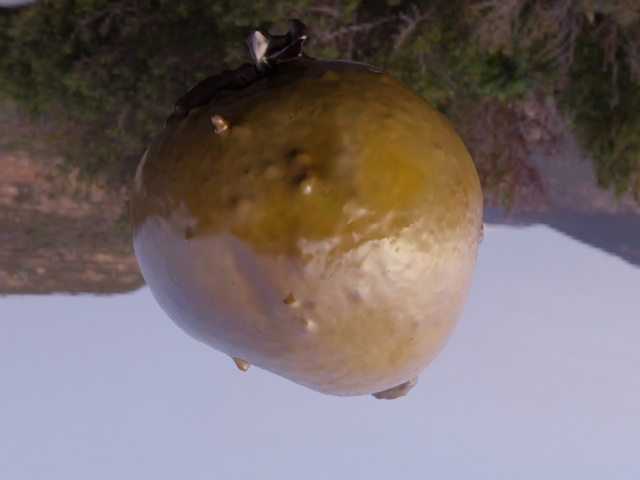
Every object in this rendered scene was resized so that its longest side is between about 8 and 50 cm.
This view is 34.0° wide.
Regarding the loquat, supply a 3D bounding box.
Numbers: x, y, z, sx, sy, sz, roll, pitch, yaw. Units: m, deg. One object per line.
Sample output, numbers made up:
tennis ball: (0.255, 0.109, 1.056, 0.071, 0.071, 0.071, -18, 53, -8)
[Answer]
loquat: (0.000, 0.000, 0.500, 0.172, 0.204, 0.149, -1, -138, 45)
